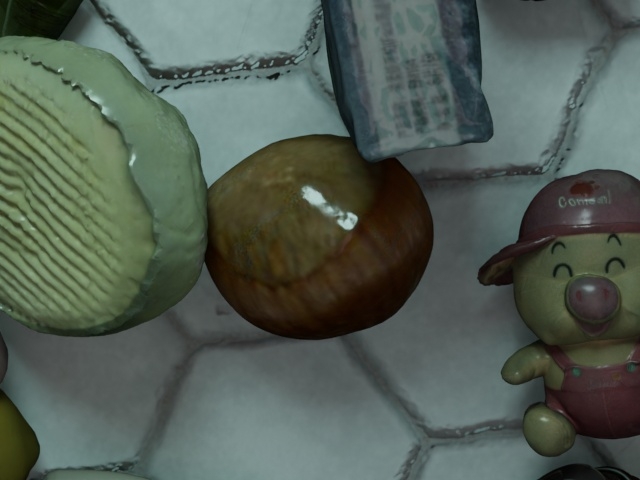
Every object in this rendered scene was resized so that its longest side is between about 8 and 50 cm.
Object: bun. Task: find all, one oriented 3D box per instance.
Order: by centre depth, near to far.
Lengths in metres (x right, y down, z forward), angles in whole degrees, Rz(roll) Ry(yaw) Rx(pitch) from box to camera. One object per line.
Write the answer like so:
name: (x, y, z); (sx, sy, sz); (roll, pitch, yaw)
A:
bun: (-0.215, -0.053, 1.123); (0.287, 0.146, 0.287); (13, 117, 27)

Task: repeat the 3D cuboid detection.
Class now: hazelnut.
hazelnut: (0.000, 0.000, 1.153); (0.214, 0.176, 0.214); (7, 138, 6)

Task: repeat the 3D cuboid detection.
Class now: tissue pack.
tissue pack: (0.046, -0.278, 1.035); (0.124, 0.288, 0.394); (-9, 102, 1)

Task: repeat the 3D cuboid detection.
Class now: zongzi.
zongzi: (-0.291, -0.217, 1.170); (0.130, 0.062, 0.154); (45, 114, 12)

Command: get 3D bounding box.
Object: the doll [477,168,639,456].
doll: (0.252, 0.064, 1.179); (0.196, 0.152, 0.256); (-12, 97, -13)

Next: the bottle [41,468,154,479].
bottle: (-0.151, 0.295, 1.221); (0.236, 0.147, 0.148); (3, 101, -10)

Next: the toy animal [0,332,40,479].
toy animal: (-0.358, 0.153, 1.171); (0.169, 0.195, 0.281); (-18, 117, -17)

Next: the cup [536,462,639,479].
cup: (0.302, 0.354, 1.225); (0.279, 0.196, 0.196); (40, 98, -16)
